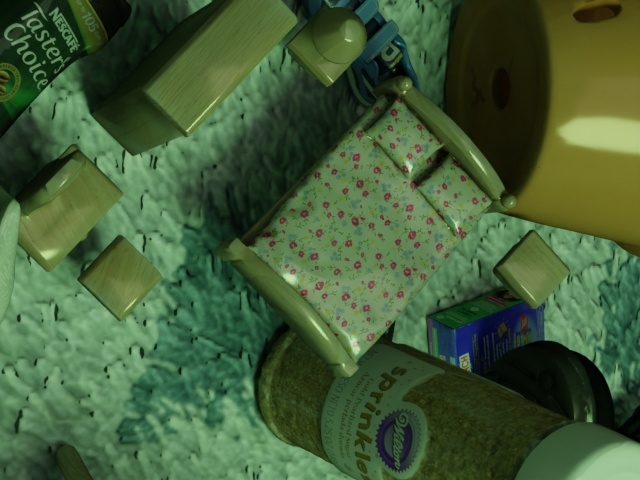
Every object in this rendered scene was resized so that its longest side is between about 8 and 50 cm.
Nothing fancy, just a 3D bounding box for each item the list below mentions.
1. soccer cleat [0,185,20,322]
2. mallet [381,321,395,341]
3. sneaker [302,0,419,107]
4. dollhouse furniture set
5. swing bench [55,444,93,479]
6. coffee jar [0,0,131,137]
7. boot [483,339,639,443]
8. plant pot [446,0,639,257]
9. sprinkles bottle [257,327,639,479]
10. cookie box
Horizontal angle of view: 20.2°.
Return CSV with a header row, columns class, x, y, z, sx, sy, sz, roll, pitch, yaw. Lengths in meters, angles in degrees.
class,x,y,z,sx,sy,sz,roll,pitch,yaw
soccer cleat,-0.339,-0.001,1.133,0.331,0.116,0.143,7,111,-43
mallet,0.057,0.018,1.526,0.062,0.039,0.189,5,104,-40
sneaker,0.036,-0.165,1.439,0.053,0.059,0.144,-45,124,-16
dollhouse furniture set,0.000,0.000,1.302,0.355,0.174,0.303,46,74,-11
swing bench,-0.094,0.309,1.348,0.253,0.255,0.165,42,77,-37
coffee jar,-0.219,-0.135,1.238,0.184,0.079,0.096,-46,126,-18
boot,0.262,0.200,1.646,0.260,0.131,0.348,-21,135,-30
plant pot,0.235,-0.122,1.481,0.204,0.291,0.290,-1,104,-21
sprinkles bottle,0.098,0.158,1.387,0.121,0.355,0.121,-12,111,-35
cookie box,0.150,0.099,1.614,0.107,0.040,0.091,-18,114,-33
